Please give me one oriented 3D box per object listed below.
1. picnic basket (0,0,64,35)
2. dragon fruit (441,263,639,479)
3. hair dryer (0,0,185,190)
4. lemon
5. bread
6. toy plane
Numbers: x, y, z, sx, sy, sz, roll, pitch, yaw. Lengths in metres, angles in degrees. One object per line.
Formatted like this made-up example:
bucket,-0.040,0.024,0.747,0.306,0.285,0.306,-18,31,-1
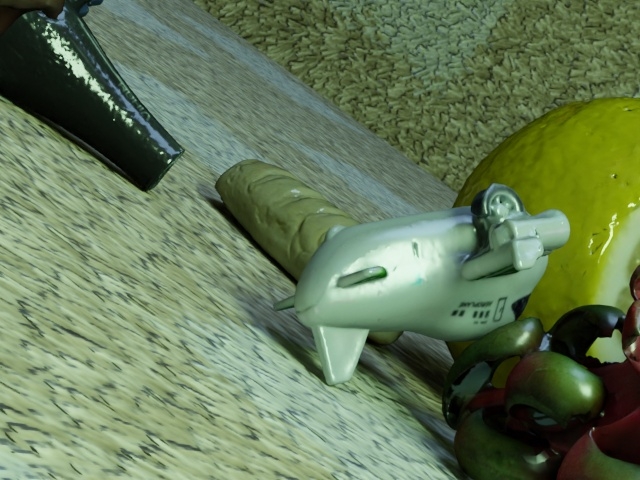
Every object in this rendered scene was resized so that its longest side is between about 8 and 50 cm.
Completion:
picnic basket,-0.245,-0.117,0.610,0.297,0.129,0.222,26,10,-48
dragon fruit,0.197,0.103,0.962,0.272,0.218,0.198,18,-33,3
hair dryer,-0.141,-0.138,1.249,0.195,0.075,0.219,43,30,-3
lemon,0.181,0.025,1.225,0.240,0.240,0.219,31,-7,-28
bread,-0.001,0.000,1.262,0.073,0.053,0.214,33,5,-41
toy plane,0.056,0.022,1.049,0.174,0.174,0.080,3,70,-77
